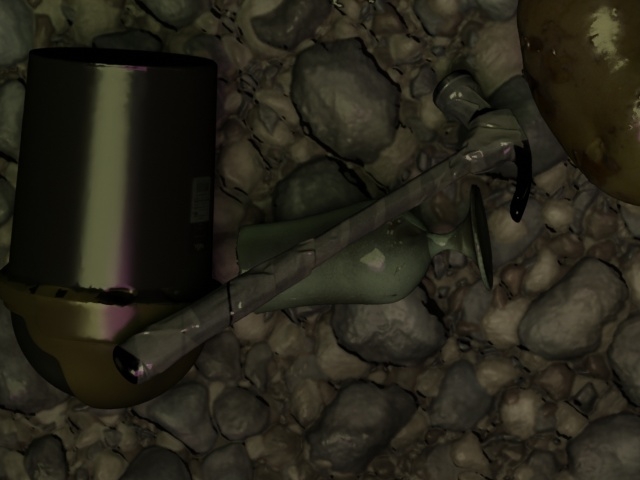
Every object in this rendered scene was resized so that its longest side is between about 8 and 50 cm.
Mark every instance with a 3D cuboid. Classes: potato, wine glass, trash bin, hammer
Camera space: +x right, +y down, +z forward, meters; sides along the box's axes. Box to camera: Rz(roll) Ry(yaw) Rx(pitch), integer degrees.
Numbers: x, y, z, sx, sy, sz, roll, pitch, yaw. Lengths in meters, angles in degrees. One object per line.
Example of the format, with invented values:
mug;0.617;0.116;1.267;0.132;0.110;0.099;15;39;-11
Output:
potato;0.266;-0.150;1.529;0.165;0.165;0.262;-28;88;15
wine glass;0.042;0.013;1.632;0.231;0.103;0.103;-9;103;10
trash bin;-0.195;-0.007;1.613;0.214;0.214;0.333;4;101;9
hammer;0.000;-0.001;1.550;0.427;0.044;0.152;-30;60;-9

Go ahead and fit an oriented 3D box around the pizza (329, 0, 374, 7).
pizza;0.012;-0.266;1.581;0.194;0.069;0.154;-20;102;12
